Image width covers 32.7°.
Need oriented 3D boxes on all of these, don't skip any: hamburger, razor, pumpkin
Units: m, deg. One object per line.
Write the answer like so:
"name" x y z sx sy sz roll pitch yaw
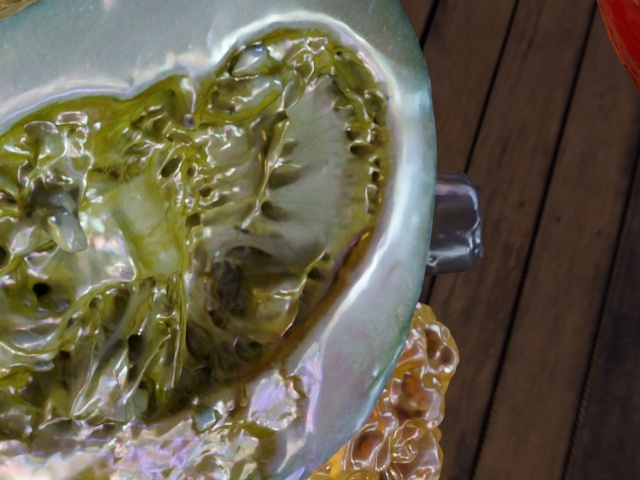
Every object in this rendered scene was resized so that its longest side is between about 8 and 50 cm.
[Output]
"hamburger" 0.027 0.131 0.920 0.149 0.237 0.237 16 69 38
"razor" -0.002 -0.004 1.090 0.327 0.189 0.107 -11 98 3
"pumpkin" -0.112 0.003 0.476 0.293 0.197 0.263 -27 120 -31

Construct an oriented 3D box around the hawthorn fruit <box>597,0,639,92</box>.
"hawthorn fruit" 0.245 -0.118 0.449 0.265 0.307 0.265 -9 46 9
